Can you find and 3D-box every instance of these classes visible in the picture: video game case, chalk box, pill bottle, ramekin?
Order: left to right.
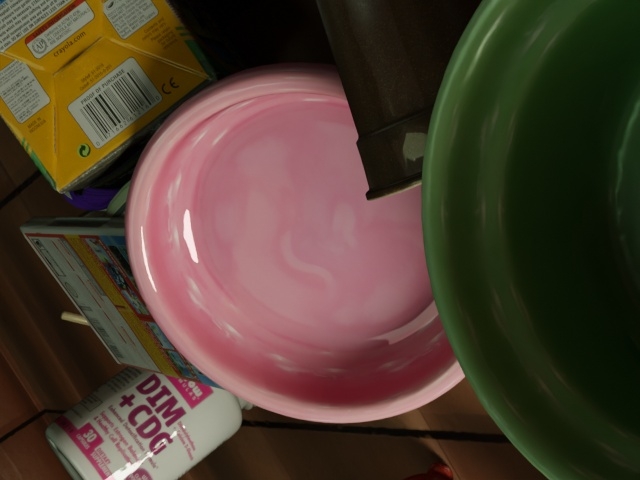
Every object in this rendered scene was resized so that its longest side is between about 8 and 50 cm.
[{"bbox_3d":[-0.187,-0.171,1.076,0.179,0.180,0.289,55,-172,-2],"label":"chalk box"},{"bbox_3d":[-0.195,0.062,1.163,0.285,0.025,0.204,2,129,54],"label":"video game case"},{"bbox_3d":[-0.207,0.230,1.496,0.160,0.283,0.160,43,157,24],"label":"pill bottle"},{"bbox_3d":[0.209,-0.016,0.552,0.303,0.148,0.303,8,100,47],"label":"ramekin"}]

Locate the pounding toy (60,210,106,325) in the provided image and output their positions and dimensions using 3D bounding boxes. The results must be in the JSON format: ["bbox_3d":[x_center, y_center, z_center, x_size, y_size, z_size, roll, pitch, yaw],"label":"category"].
[{"bbox_3d":[-0.270,0.052,1.531,0.206,0.181,0.094,61,154,-10],"label":"pounding toy"}]

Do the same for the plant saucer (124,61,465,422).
[{"bbox_3d":[0.000,0.000,0.965,0.332,0.084,0.332,6,119,12],"label":"plant saucer"}]

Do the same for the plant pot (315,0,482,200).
[{"bbox_3d":[0.077,-0.134,0.762,0.167,0.167,0.165,-16,98,63],"label":"plant pot"}]

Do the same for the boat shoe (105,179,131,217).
[{"bbox_3d":[-0.130,0.021,1.263,0.156,0.187,0.500,49,160,12],"label":"boat shoe"}]

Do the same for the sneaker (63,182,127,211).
[{"bbox_3d":[-0.274,-0.101,1.359,0.293,0.146,0.102,-10,77,52],"label":"sneaker"}]

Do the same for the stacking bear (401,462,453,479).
[{"bbox_3d":[0.150,0.394,1.236,0.289,0.175,0.164,66,156,-2],"label":"stacking bear"}]
